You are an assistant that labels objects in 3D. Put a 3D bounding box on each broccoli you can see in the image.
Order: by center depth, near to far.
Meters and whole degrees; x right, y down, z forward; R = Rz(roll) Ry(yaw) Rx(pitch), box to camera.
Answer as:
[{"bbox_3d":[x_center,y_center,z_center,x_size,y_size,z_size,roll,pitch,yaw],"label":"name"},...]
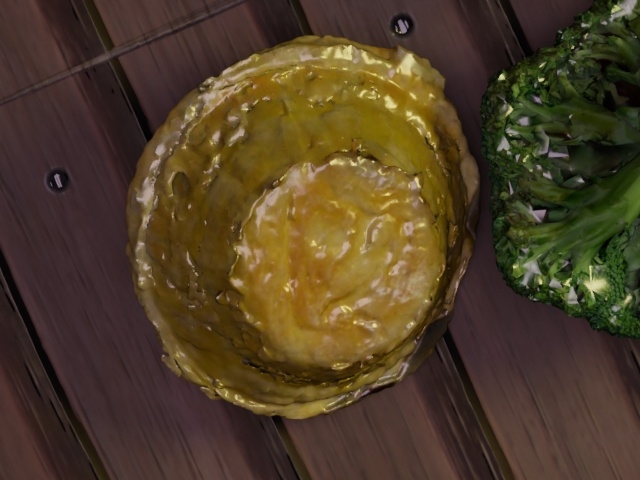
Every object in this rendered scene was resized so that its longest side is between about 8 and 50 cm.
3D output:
[{"bbox_3d":[0.277,-0.071,1.591,0.307,0.275,0.308,2,69,-5],"label":"broccoli"}]

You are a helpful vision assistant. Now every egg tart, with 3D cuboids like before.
[{"bbox_3d":[0.000,0.001,1.620,0.341,0.132,0.341,-6,109,-18],"label":"egg tart"}]
